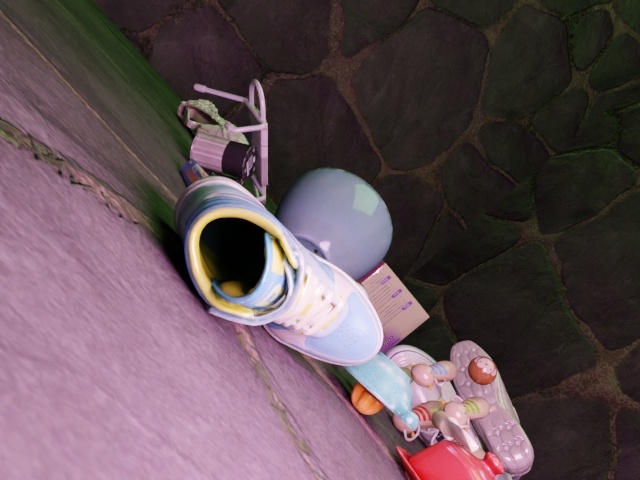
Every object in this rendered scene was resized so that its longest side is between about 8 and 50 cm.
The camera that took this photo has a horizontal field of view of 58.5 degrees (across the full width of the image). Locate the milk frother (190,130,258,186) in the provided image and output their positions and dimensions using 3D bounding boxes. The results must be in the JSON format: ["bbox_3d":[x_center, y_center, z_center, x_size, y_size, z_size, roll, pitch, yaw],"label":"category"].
[{"bbox_3d":[-0.231,-0.162,1.292,0.134,0.129,0.143,16,27,12],"label":"milk frother"}]

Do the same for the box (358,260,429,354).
[{"bbox_3d":[0.181,0.208,1.822,0.243,0.213,0.117,49,2,-16],"label":"box"}]

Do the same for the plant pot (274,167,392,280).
[{"bbox_3d":[0.000,0.000,1.341,0.290,0.290,0.195,50,38,-6],"label":"plant pot"}]

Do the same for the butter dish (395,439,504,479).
[{"bbox_3d":[0.208,0.348,0.813,0.160,0.118,0.160,48,3,-40],"label":"butter dish"}]

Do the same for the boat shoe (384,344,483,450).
[{"bbox_3d":[0.262,0.403,1.262,0.367,0.135,0.156,59,2,-11],"label":"boat shoe"}]

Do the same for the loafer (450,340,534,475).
[{"bbox_3d":[0.381,0.379,1.306,0.111,0.112,0.320,68,5,-49],"label":"loafer"}]

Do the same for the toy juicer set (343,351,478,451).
[{"bbox_3d":[0.095,0.236,0.897,0.329,0.089,0.209,38,-8,26],"label":"toy juicer set"}]

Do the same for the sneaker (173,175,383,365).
[{"bbox_3d":[-0.034,0.066,0.635,0.319,0.127,0.208,39,2,-17],"label":"sneaker"}]

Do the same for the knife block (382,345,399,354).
[{"bbox_3d":[0.281,0.432,1.653,0.242,0.088,0.276,48,2,-35],"label":"knife block"}]

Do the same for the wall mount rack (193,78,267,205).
[{"bbox_3d":[-0.228,-0.260,1.494,0.304,0.130,0.350,-125,-149,-48],"label":"wall mount rack"}]

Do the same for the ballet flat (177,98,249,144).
[{"bbox_3d":[-0.369,-0.351,1.873,0.409,0.147,0.147,47,-1,43],"label":"ballet flat"}]

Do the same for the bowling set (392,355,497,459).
[{"bbox_3d":[0.226,0.291,1.086,0.154,0.200,0.287,5,30,-46],"label":"bowling set"}]

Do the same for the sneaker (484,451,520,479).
[{"bbox_3d":[0.430,0.579,1.439,0.319,0.131,0.112,51,2,39],"label":"sneaker"}]

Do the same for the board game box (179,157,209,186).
[{"bbox_3d":[-0.182,-0.057,1.036,0.136,0.035,0.201,49,1,-38],"label":"board game box"}]

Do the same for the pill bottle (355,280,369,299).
[{"bbox_3d":[0.068,0.159,1.494,0.119,0.119,0.208,50,1,1],"label":"pill bottle"}]
